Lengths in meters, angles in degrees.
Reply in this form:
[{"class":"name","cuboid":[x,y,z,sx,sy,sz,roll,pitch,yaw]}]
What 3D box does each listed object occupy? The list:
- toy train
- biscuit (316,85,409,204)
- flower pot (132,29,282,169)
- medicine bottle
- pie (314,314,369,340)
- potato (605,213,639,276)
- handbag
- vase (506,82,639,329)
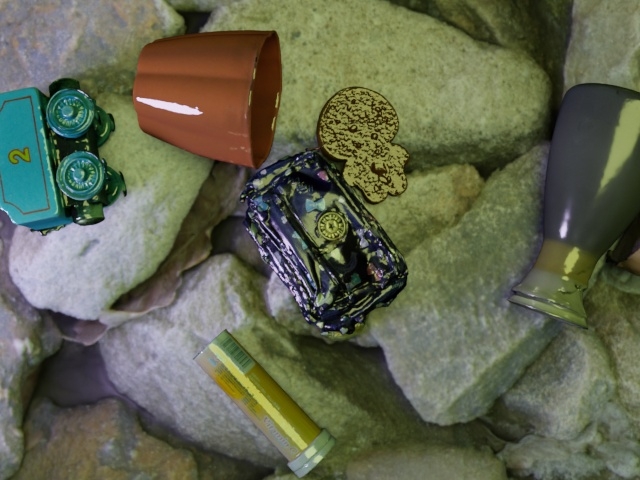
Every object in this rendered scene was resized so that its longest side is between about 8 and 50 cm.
[{"class":"toy train","cuboid":[-0.362,-0.113,1.174,0.162,0.112,0.203,-12,83,-1]},{"class":"biscuit","cuboid":[0.063,-0.138,1.259,0.124,0.026,0.175,-22,86,-6]},{"class":"flower pot","cuboid":[-0.152,-0.203,1.179,0.173,0.190,0.191,10,83,8]},{"class":"medicine bottle","cuboid":[-0.077,0.220,1.188,0.074,0.074,0.218,-43,87,-8]},{"class":"pie","cuboid":[0.027,0.103,1.235,0.085,0.017,0.085,0,84,-5]},{"class":"potato","cuboid":[0.513,-0.051,1.216,0.098,0.138,0.243,26,96,-1]},{"class":"handbag","cuboid":[0.000,0.000,1.195,0.162,0.113,0.260,-34,83,-3]},{"class":"vase","cuboid":[0.372,-0.043,1.215,0.173,0.173,0.321,23,87,-3]}]
